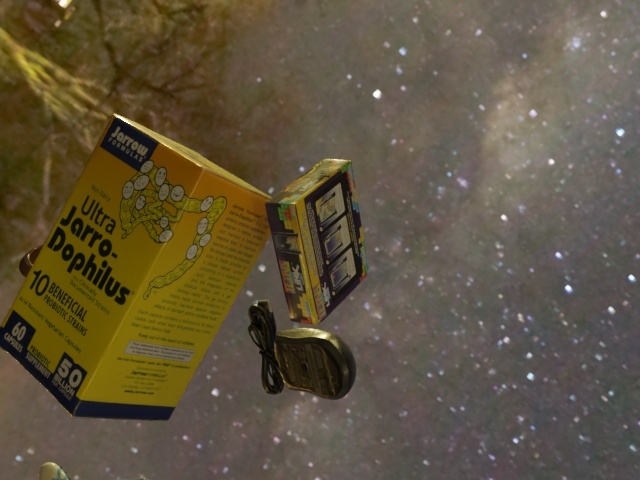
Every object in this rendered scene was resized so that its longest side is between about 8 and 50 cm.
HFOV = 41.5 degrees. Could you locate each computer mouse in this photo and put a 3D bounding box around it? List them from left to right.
[{"bbox_3d":[-0.021,0.210,1.553,0.072,0.188,0.272,-19,-164,-38],"label":"computer mouse"}]

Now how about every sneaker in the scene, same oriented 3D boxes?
[{"bbox_3d":[-0.584,0.586,1.823,0.085,0.086,0.237,-37,-129,23],"label":"sneaker"}]

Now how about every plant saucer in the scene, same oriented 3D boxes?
[{"bbox_3d":[-0.674,0.054,2.137,0.168,0.168,0.029,-92,-169,-58],"label":"plant saucer"}]

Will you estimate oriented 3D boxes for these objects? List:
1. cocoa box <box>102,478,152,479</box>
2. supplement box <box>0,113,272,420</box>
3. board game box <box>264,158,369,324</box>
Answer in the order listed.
[{"bbox_3d":[-0.302,0.545,1.447,0.347,0.231,0.228,-23,-132,52],"label":"cocoa box"},{"bbox_3d":[-0.247,0.044,1.164,0.194,0.195,0.356,31,-86,32],"label":"supplement box"},{"bbox_3d":[0.000,0.000,1.085,0.048,0.170,0.141,7,-150,33],"label":"board game box"}]
